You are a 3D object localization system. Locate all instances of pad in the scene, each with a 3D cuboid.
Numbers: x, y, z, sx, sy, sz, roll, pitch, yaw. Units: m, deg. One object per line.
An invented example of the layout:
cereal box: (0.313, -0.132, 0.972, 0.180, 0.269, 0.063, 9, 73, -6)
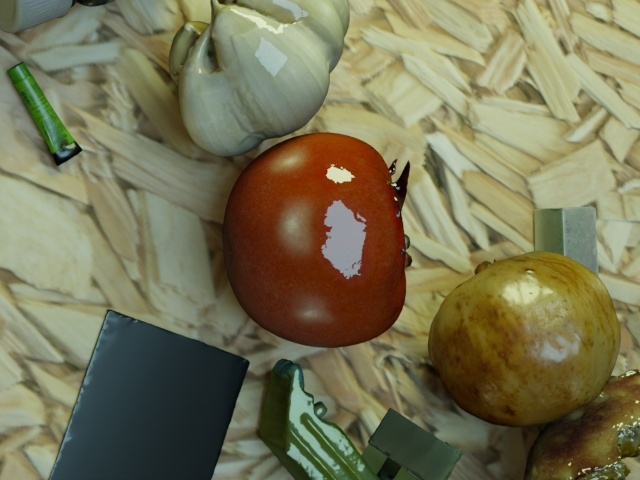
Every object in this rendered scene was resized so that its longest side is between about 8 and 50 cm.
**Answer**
pad: (-0.212, 0.253, 1.627, 0.202, 0.005, 0.300, 23, 77, -28)

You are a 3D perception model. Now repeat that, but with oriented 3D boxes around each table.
table: (0.136, 0.293, 1.704, 0.175, 0.146, 0.062, 33, 71, 7)

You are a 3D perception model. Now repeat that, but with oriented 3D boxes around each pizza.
pizza: (0.359, 0.270, 1.783, 0.305, 0.161, 0.085, -38, 122, -39)

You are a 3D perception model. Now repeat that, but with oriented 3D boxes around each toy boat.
toy boat: (0.008, 0.276, 1.691, 0.084, 0.111, 0.276, -40, 107, -19)

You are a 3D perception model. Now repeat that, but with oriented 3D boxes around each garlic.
garlic: (-0.065, -0.228, 1.601, 0.281, 0.185, 0.203, -52, 141, -13)

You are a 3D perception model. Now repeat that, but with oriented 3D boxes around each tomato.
tomato: (0.000, 0.000, 1.622, 0.224, 0.256, 0.256, -8, 93, -12)

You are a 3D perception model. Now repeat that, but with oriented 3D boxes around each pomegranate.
pomegranate: (0.261, 0.123, 1.778, 0.248, 0.248, 0.248, 1, 88, -30)

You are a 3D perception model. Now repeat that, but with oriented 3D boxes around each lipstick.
lipstick: (0.344, 0.113, 1.913, 0.066, 0.068, 0.317, -2, 90, -29)

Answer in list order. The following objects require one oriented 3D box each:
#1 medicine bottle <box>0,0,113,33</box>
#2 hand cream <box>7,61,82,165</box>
medicine bottle: (-0.251, -0.344, 1.531, 0.273, 0.165, 0.165, -28, 102, -26)
hand cream: (-0.315, -0.145, 1.568, 0.036, 0.023, 0.122, -37, 107, -26)
